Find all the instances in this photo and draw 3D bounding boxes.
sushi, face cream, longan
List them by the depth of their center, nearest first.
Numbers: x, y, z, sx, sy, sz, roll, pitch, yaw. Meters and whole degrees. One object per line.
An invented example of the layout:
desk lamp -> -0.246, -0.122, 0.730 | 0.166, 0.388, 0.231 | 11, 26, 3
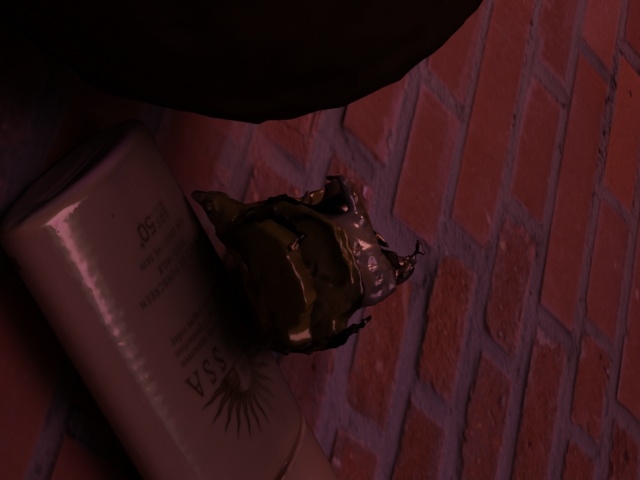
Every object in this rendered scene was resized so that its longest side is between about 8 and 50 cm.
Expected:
longan -> -0.052, -0.267, 0.995 | 0.391, 0.391, 0.391 | 19, 66, -48
face cream -> -0.092, 0.098, 1.075 | 0.348, 0.081, 0.173 | 63, 31, -18
sushi -> -0.007, 0.003, 1.115 | 0.139, 0.131, 0.291 | 65, 11, -1
